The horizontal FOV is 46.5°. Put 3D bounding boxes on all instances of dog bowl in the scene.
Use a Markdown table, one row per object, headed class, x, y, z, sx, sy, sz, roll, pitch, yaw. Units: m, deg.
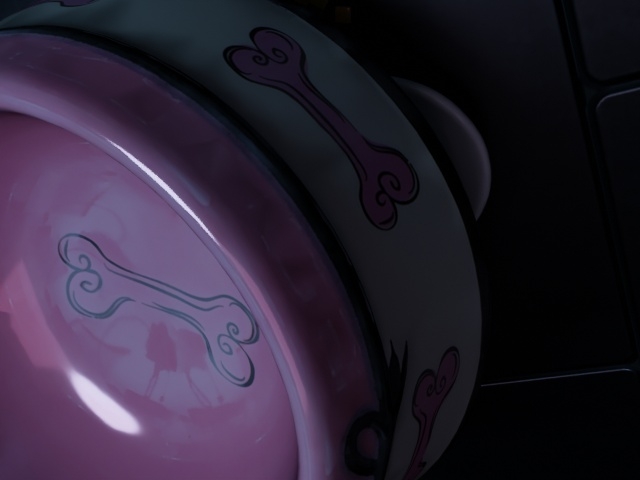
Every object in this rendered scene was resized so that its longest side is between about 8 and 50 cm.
| class | x | y | z | sx | sy | sz | roll | pitch | yaw |
| --- | --- | --- | --- | --- | --- | --- | --- | --- | --- |
| dog bowl | -0.115 | 0.049 | 0.459 | 0.408 | 0.150 | 0.408 | 12 | 118 | 24 |

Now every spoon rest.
| class | x | y | z | sx | sy | sz | roll | pitch | yaw |
| --- | --- | --- | --- | --- | --- | --- | --- | --- | --- |
| spoon rest | 0.000 | 0.000 | 0.519 | 0.137 | 0.084 | 0.276 | 33 | 130 | -14 |

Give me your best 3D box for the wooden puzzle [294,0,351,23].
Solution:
| class | x | y | z | sx | sy | sz | roll | pitch | yaw |
| --- | --- | --- | --- | --- | --- | --- | --- | --- | --- |
| wooden puzzle | -0.017 | -0.154 | 0.444 | 0.083 | 0.006 | 0.049 | 26 | 130 | -9 |
